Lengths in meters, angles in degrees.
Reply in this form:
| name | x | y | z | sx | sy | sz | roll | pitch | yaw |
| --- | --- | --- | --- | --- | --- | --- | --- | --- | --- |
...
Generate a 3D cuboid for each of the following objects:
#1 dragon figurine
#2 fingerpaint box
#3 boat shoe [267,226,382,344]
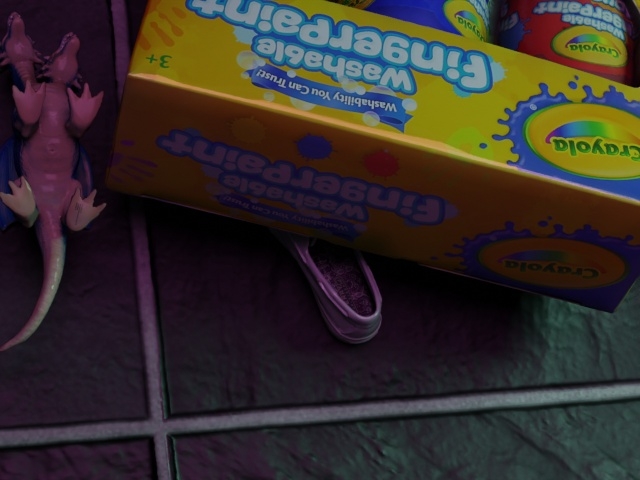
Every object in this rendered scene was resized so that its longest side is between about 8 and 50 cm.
| name | x | y | z | sx | sy | sz | roll | pitch | yaw |
| --- | --- | --- | --- | --- | --- | --- | --- | --- | --- |
| dragon figurine | -0.228 | -0.053 | 1.366 | 0.085 | 0.144 | 0.289 | 0 | 86 | -13 |
| fingerpaint box | 0.077 | -0.175 | 1.403 | 0.444 | 0.163 | 0.371 | 14 | 54 | -5 |
| boat shoe | 0.000 | 0.000 | 1.402 | 0.066 | 0.063 | 0.184 | -16 | 71 | -17 |
